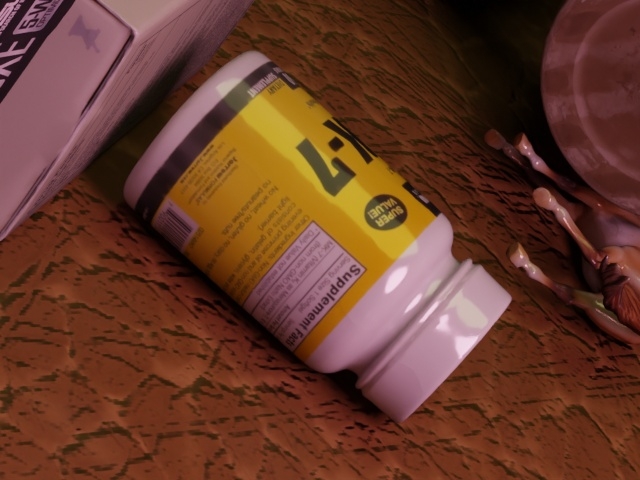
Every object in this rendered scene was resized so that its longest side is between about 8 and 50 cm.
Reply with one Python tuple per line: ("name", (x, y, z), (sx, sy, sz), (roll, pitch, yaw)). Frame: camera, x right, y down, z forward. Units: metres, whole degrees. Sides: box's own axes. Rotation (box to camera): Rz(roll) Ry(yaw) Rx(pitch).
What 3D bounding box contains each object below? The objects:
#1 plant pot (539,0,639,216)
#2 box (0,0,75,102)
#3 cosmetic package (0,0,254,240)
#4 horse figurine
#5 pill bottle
("plant pot", (0.306, -0.144, 1.353), (0.323, 0.323, 0.280), (45, 38, 9))
("box", (-0.232, -0.138, 0.797), (0.242, 0.307, 0.076), (47, 27, 11))
("cosmetic package", (-0.124, -0.141, 1.076), (0.113, 0.160, 0.309), (39, 29, 1))
("horse figurine", (0.204, 0.004, 1.333), (0.174, 0.066, 0.263), (35, 22, -19))
("pill bottle", (0.000, 0.000, 1.065), (0.208, 0.119, 0.119), (42, 30, 2))
